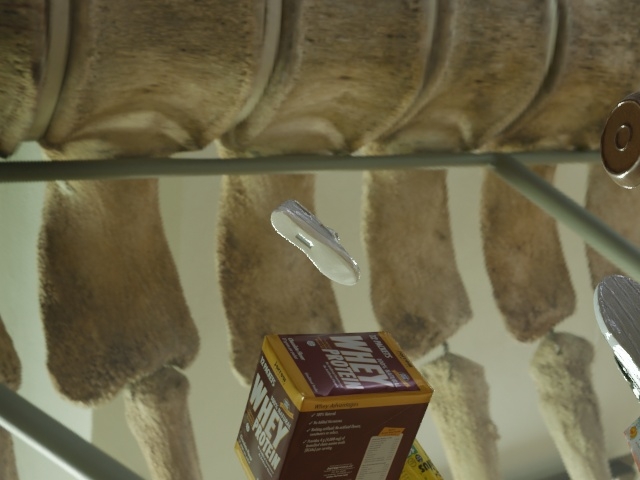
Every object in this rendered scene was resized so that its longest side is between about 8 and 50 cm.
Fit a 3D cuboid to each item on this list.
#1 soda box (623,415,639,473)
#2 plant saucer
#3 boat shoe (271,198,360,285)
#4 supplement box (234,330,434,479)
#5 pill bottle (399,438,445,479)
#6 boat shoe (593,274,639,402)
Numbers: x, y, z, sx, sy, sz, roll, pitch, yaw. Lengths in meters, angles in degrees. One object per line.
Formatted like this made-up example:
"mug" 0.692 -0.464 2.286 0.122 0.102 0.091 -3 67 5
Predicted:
"soda box" 0.699 0.452 1.838 0.058 0.183 0.063 31 -66 -12
"plant saucer" 0.526 -0.174 1.496 0.029 0.168 0.168 5 -79 -15
"boat shoe" 0.000 0.000 1.484 0.063 0.184 0.066 -50 -6 -43
"supplement box" 0.013 0.236 1.150 0.191 0.129 0.194 2 -61 -28
"pill bottle" 0.144 0.401 1.333 0.117 0.208 0.117 -30 -20 -12
"boat shoe" 0.595 0.223 1.626 0.121 0.335 0.119 -12 -35 -7
